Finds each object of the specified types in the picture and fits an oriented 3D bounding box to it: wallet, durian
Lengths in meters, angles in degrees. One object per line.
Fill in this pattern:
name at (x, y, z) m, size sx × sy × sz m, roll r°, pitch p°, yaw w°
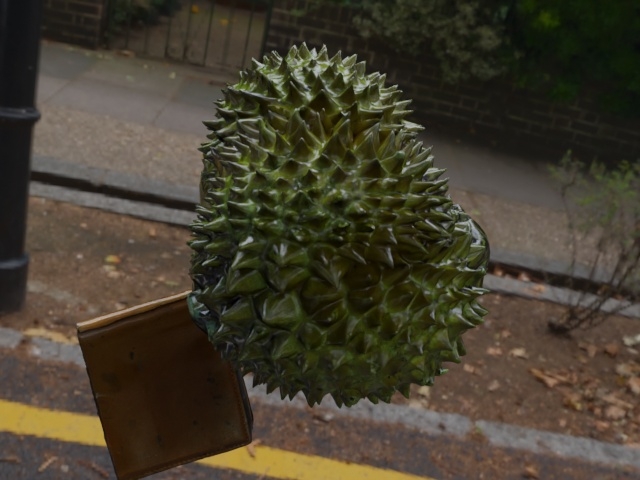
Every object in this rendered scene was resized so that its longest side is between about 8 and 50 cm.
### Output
wallet at (-0.165, 0.153, 0.887) m, size 0.161 × 0.195 × 0.042 m, roll -16°, pitch 19°, yaw -12°
durian at (-0.003, 0.003, 0.640) m, size 0.224 × 0.291 × 0.291 m, roll -31°, pitch 33°, yaw -7°
